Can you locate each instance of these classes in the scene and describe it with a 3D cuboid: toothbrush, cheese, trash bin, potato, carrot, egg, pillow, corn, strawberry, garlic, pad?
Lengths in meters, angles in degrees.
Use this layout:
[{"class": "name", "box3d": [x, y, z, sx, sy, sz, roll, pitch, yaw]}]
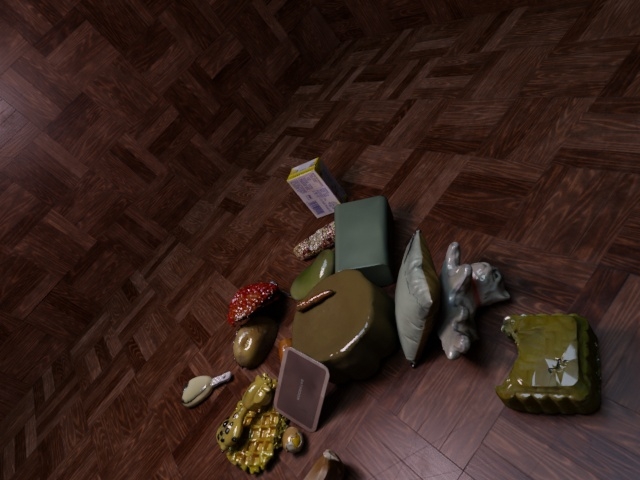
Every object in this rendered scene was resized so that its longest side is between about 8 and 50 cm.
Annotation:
[{"class": "toothbrush", "box3d": [-0.148, 0.234, 2.029, 0.321, 0.023, 0.031, 24, 80, 54]}, {"class": "cheese", "box3d": [-0.470, 0.605, 1.935, 0.252, 0.054, 0.127, -28, 37, 21]}, {"class": "trash bin", "box3d": [0.166, 0.009, 1.794, 0.223, 0.158, 0.343, -10, 45, 17]}, {"class": "potato", "box3d": [-0.263, 0.394, 1.876, 0.098, 0.138, 0.243, -2, 54, 39]}, {"class": "carrot", "box3d": [-0.023, 0.204, 1.592, 0.165, 0.036, 0.035, -29, 36, 26]}, {"class": "egg", "box3d": [-0.089, 0.639, 1.490, 0.071, 0.071, 0.083, -31, 31, 19]}, {"class": "pillow", "box3d": [0.295, 0.177, 1.436, 0.119, 0.310, 0.312, 5, 43, -1]}, {"class": "corn", "box3d": [0.000, 0.000, 2.063, 0.290, 0.098, 0.098, -30, 36, 18]}, {"class": "strawberry", "box3d": [-0.294, 0.247, 1.939, 0.234, 0.137, 0.306, -33, -5, 3]}, {"class": "garlic", "box3d": [-0.015, 0.685, 1.311, 0.198, 0.128, 0.090, -44, 50, -6]}, {"class": "pad", "box3d": [-0.065, 0.481, 1.490, 0.176, 0.266, 0.002, 22, 24, 25]}, {"class": "carrot", "box3d": [-0.119, 0.464, 1.713, 0.072, 0.072, 0.205, -30, 39, 20]}]

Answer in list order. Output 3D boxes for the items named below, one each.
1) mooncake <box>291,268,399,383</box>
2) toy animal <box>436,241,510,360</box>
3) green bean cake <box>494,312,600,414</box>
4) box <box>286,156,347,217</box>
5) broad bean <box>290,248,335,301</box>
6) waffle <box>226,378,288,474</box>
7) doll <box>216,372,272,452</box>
[{"class": "mooncake", "box3d": [0.086, 0.297, 1.579, 0.379, 0.201, 0.378, -32, 35, 25]}, {"class": "toy animal", "box3d": [0.445, 0.200, 1.346, 0.307, 0.188, 0.266, -99, 30, -63]}, {"class": "green bean cake", "box3d": [0.552, 0.298, 1.151, 0.233, 0.124, 0.236, -12, 45, 38]}, {"class": "box", "box3d": [-0.011, -0.243, 2.187, 0.168, 0.265, 0.097, -20, 38, 32]}, {"class": "broad bean", "box3d": [-0.014, 0.158, 1.906, 0.263, 0.121, 0.189, -43, 28, 21]}, {"class": "waffle", "box3d": [-0.215, 0.641, 1.630, 0.311, 0.060, 0.307, -54, 36, -11]}, {"class": "doll", "box3d": [-0.262, 0.591, 1.604, 0.291, 0.086, 0.117, -54, 38, -9]}]
